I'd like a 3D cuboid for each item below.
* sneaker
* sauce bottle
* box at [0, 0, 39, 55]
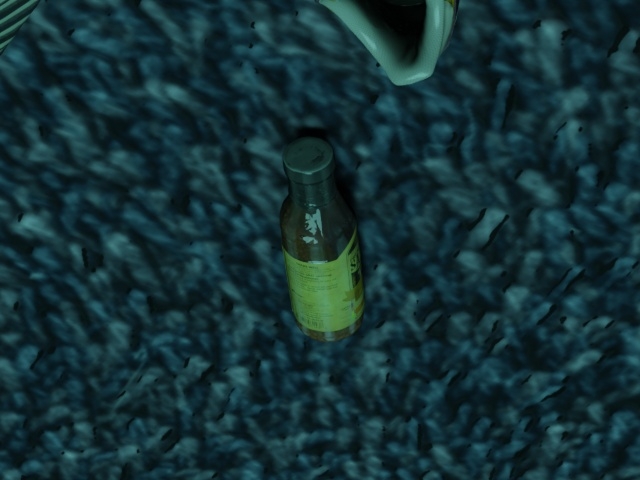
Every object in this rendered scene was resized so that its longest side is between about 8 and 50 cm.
[{"bbox_3d":[0.013,-0.148,0.774,0.069,0.084,0.185,-16,135,23],"label":"sneaker"},{"bbox_3d":[0.000,0.000,0.975,0.042,0.042,0.128,0,140,6],"label":"sauce bottle"},{"bbox_3d":[-0.156,-0.153,0.753,0.113,0.094,0.275,-4,151,-40],"label":"box"}]
